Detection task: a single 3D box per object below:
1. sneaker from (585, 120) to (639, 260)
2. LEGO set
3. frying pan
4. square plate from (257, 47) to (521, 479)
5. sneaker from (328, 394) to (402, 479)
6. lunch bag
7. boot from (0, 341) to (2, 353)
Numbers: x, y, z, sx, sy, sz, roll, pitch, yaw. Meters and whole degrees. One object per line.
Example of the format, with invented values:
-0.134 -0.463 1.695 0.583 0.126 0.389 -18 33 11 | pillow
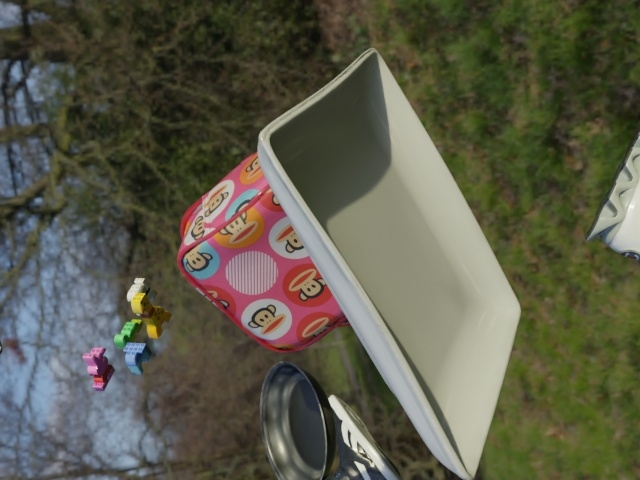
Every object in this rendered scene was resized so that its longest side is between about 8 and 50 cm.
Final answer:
0.509 -0.118 1.377 0.331 0.146 0.122 -65 -11 -5 | sneaker
-0.330 0.146 1.693 0.227 0.087 0.093 -68 -32 -41 | LEGO set
-0.003 0.310 1.375 0.326 0.053 0.197 50 134 43 | frying pan
0.079 0.005 0.939 0.347 0.049 0.344 59 -153 -11 | square plate
0.045 0.406 1.834 0.217 0.121 0.079 50 -174 31 | sneaker
0.000 0.000 1.183 0.258 0.293 0.120 45 -162 -26 | lunch bag
-0.532 0.126 1.449 0.086 0.069 0.190 -50 61 22 | boot
